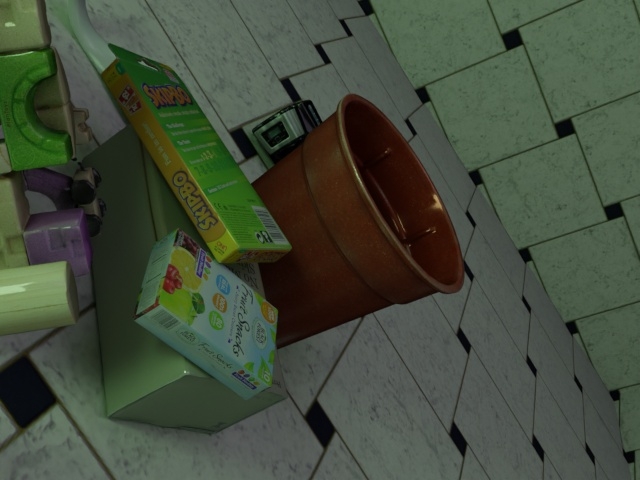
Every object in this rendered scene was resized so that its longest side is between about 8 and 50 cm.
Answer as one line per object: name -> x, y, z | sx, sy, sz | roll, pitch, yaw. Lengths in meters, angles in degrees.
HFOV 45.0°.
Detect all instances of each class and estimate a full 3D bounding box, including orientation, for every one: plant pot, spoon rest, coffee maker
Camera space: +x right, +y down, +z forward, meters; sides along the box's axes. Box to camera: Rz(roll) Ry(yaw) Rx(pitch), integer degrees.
plant pot -> 0.000, 0.000, 0.986 | 0.272, 0.265, 0.272 | 44, 28, -32
spoon rest -> -0.245, -0.228, 1.011 | 0.137, 0.084, 0.276 | -74, 144, -57
coffee maker -> -0.026, -0.136, 1.308 | 0.178, 0.120, 0.171 | 61, 0, -2

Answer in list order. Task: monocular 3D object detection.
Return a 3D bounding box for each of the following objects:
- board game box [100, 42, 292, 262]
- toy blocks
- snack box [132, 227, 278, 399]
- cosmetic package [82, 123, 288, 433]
board game box -> -0.132, -0.089, 0.805 | 0.259, 0.039, 0.124 | 59, 18, 13
toy blocks -> -0.316, -0.081, 0.553 | 0.309, 0.260, 0.289 | -124, -154, -70
snack box -> -0.100, 0.068, 0.712 | 0.141, 0.037, 0.100 | 44, 30, -29
cosmetic package -> -0.152, 0.036, 0.832 | 0.160, 0.113, 0.310 | 27, 40, -51
